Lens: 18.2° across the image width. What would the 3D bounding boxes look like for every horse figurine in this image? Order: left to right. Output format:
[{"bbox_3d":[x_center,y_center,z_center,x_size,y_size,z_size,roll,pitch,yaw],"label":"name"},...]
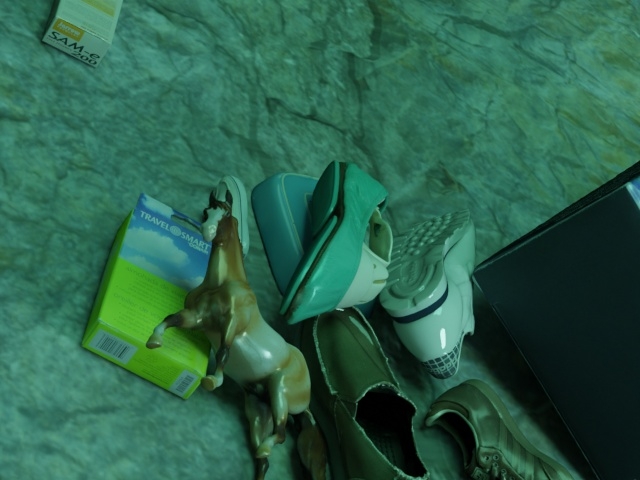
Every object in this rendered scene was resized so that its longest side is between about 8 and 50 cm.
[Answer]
[{"bbox_3d":[-0.060,0.109,1.708,0.263,0.066,0.174,58,27,-22],"label":"horse figurine"}]

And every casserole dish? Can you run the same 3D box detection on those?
[{"bbox_3d":[0.000,0.000,1.943,0.114,0.037,0.188,11,44,-32],"label":"casserole dish"}]

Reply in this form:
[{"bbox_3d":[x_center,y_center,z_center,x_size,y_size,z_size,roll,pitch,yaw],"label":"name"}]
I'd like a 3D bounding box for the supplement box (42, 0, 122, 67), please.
[{"bbox_3d":[-0.234,-0.224,1.982,0.062,0.036,0.098,27,38,-16],"label":"supplement box"}]

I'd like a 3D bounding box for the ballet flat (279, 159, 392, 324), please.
[{"bbox_3d":[0.026,0.009,1.843,0.087,0.083,0.247,29,31,-8],"label":"ballet flat"}]

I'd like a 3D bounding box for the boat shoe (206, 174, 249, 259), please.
[{"bbox_3d":[-0.092,-0.024,1.894,0.035,0.035,0.100,18,48,-30],"label":"boat shoe"}]

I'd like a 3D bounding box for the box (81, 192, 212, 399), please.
[{"bbox_3d":[-0.140,0.047,1.770,0.109,0.042,0.178,29,38,-14],"label":"box"}]

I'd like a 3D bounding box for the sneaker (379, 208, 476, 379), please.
[{"bbox_3d":[0.115,0.047,1.963,0.095,0.090,0.235,60,25,-18],"label":"sneaker"}]

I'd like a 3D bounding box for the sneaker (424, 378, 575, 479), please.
[{"bbox_3d":[0.170,0.216,1.849,0.071,0.066,0.188,-26,63,-33],"label":"sneaker"}]

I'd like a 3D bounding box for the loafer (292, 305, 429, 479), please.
[{"bbox_3d":[0.048,0.147,1.783,0.094,0.087,0.251,8,46,-34],"label":"loafer"}]

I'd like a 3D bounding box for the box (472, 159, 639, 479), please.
[{"bbox_3d":[0.390,0.052,2.015,0.395,0.212,0.293,-30,88,-50],"label":"box"}]
